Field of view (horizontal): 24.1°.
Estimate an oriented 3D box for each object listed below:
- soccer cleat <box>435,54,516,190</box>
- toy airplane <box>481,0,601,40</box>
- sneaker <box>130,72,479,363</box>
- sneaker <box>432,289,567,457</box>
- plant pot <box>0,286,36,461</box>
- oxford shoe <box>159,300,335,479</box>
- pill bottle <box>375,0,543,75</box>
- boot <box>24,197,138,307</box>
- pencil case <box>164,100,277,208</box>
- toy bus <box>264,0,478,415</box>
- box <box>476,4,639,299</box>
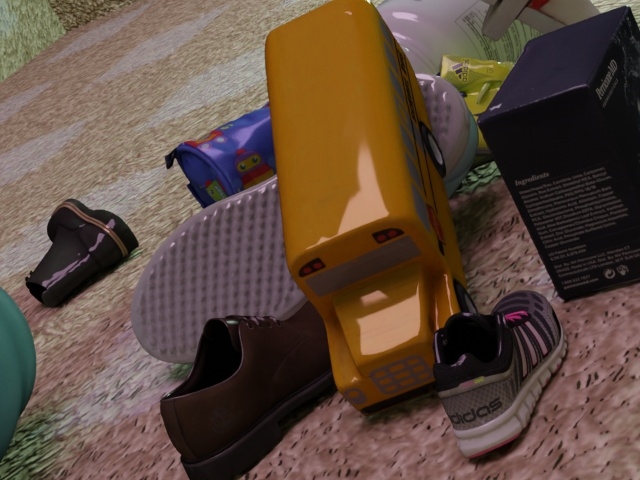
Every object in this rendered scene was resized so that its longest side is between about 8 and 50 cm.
[{"bbox_3d":[0.170,-0.132,1.418,0.289,0.121,0.093,-22,19,20],"label":"soccer cleat"},{"bbox_3d":[0.227,-0.352,1.418,0.386,0.384,0.272,-1,-48,-44],"label":"toy airplane"},{"bbox_3d":[0.000,0.000,1.369,0.366,0.135,0.150,-34,-21,11],"label":"sneaker"},{"bbox_3d":[0.118,0.070,1.014,0.063,0.075,0.170,-18,20,31],"label":"sneaker"},{"bbox_3d":[-0.386,0.130,1.335,0.271,0.272,0.255,-24,4,15],"label":"plant pot"},{"bbox_3d":[-0.039,0.087,1.175,0.083,0.096,0.227,-13,21,44],"label":"oxford shoe"},{"bbox_3d":[0.129,-0.205,1.617,0.160,0.160,0.283,-10,25,45],"label":"pill bottle"},{"bbox_3d":[-0.324,0.019,1.836,0.137,0.077,0.198,-42,20,-23],"label":"boot"},{"bbox_3d":[-0.025,-0.129,1.709,0.306,0.119,0.133,-37,11,-24],"label":"pencil case"},{"bbox_3d":[0.035,-0.034,1.163,0.108,0.130,0.333,-22,44,15],"label":"toy bus"},{"bbox_3d":[0.206,-0.067,1.124,0.093,0.158,0.156,-17,21,31],"label":"box"}]
